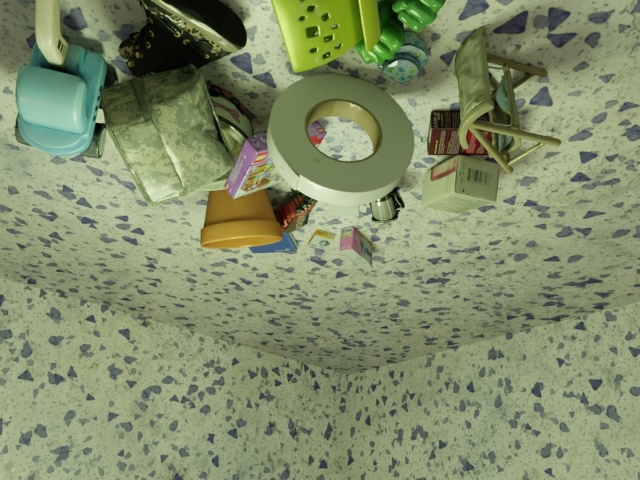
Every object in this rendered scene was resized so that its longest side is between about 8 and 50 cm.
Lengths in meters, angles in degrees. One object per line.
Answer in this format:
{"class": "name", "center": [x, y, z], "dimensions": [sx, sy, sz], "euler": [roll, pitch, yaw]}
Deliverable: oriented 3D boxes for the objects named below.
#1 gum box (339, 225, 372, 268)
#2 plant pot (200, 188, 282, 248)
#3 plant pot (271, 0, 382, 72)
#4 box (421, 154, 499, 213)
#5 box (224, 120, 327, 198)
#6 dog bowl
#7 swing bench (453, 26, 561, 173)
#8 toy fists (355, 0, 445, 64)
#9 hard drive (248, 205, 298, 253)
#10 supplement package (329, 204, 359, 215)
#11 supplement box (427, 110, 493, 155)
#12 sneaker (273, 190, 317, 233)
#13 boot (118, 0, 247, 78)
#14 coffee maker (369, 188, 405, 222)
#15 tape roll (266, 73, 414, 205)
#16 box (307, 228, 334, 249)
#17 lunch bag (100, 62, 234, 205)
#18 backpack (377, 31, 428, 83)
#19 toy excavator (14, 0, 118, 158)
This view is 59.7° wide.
{"class": "gum box", "center": [0.152, 0.032, 2.309], "dimensions": [0.062, 0.107, 0.188], "euler": [-13, 147, 29]}
{"class": "plant pot", "center": [-0.287, -0.089, 1.990], "dimensions": [0.291, 0.203, 0.291], "euler": [-5, 173, -1]}
{"class": "plant pot", "center": [0.014, -0.527, 1.178], "dimensions": [0.207, 0.228, 0.227], "euler": [-7, 150, 9]}
{"class": "box", "center": [0.443, -0.175, 1.786], "dimensions": [0.149, 0.127, 0.232], "euler": [11, 171, -14]}
{"class": "box", "center": [-0.132, -0.245, 1.671], "dimensions": [0.293, 0.057, 0.201], "euler": [-25, 160, -43]}
{"class": "dog bowl", "center": [-0.387, -0.322, 1.691], "dimensions": [0.408, 0.150, 0.408], "euler": [4, 151, 2]}
{"class": "swing bench", "center": [0.441, -0.347, 1.403], "dimensions": [0.255, 0.253, 0.165], "euler": [20, 148, -25]}
{"class": "toy fists", "center": [0.180, -0.512, 1.255], "dimensions": [0.096, 0.142, 0.279], "euler": [22, 147, -30]}
{"class": "hard drive", "center": [-0.236, -0.039, 2.307], "dimensions": [0.210, 0.040, 0.318], "euler": [-3, 151, 13]}
{"class": "supplement package", "center": [0.085, -0.174, 1.938], "dimensions": [0.105, 0.105, 0.179], "euler": [3, 152, 5]}
{"class": "supplement box", "center": [0.442, -0.317, 1.651], "dimensions": [0.239, 0.073, 0.130], "euler": [1, 152, 5]}
{"class": "sneaker", "center": [-0.086, -0.112, 2.094], "dimensions": [0.135, 0.097, 0.276], "euler": [3, 147, -48]}
{"class": "boot", "center": [-0.402, -0.524, 1.341], "dimensions": [0.284, 0.138, 0.377], "euler": [-22, 148, 40]}
{"class": "coffee maker", "center": [0.201, -0.176, 1.895], "dimensions": [0.120, 0.171, 0.178], "euler": [-19, 128, -1]}
{"class": "tape roll", "center": [0.053, -0.270, 1.465], "dimensions": [0.392, 0.392, 0.072], "euler": [9, 152, -8]}
{"class": "box", "center": [0.000, 0.000, 2.359], "dimensions": [0.081, 0.028, 0.136], "euler": [13, 153, -15]}
{"class": "lunch bag", "center": [-0.376, -0.269, 1.417], "dimensions": [0.256, 0.212, 0.305], "euler": [-21, 133, -7]}
{"class": "backpack", "center": [0.213, -0.459, 1.410], "dimensions": [0.105, 0.084, 0.114], "euler": [22, 145, -33]}
{"class": "toy excavator", "center": [-0.655, -0.439, 1.399], "dimensions": [0.222, 0.433, 0.445], "euler": [12, 179, -12]}
